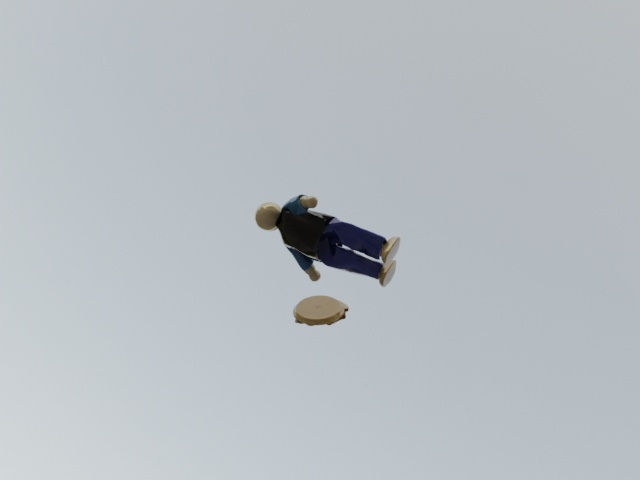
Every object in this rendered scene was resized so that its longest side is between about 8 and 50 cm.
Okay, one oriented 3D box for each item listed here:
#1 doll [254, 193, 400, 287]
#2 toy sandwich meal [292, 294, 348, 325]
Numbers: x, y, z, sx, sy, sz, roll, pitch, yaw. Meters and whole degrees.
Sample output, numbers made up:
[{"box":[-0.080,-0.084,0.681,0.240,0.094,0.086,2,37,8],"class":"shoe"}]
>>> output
[{"box":[0.000,0.000,0.877,0.189,0.046,0.129,22,-46,20],"class":"doll"},{"box":[-0.001,0.111,1.085,0.085,0.085,0.029,9,-60,23],"class":"toy sandwich meal"}]
